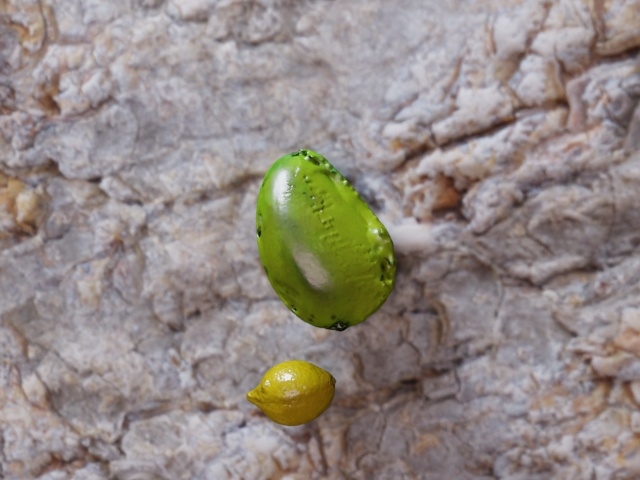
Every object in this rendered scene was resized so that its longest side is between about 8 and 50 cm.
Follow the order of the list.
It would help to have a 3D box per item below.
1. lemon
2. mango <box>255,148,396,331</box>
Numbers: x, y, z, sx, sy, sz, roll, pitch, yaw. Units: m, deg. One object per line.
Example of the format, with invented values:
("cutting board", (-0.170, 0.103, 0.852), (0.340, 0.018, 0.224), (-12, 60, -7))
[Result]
("lemon", (-0.028, 0.150, 1.369), (0.092, 0.065, 0.065), (-11, 94, 9))
("mango", (-0.001, 0.000, 1.332), (0.119, 0.100, 0.178), (-20, 82, -21))
